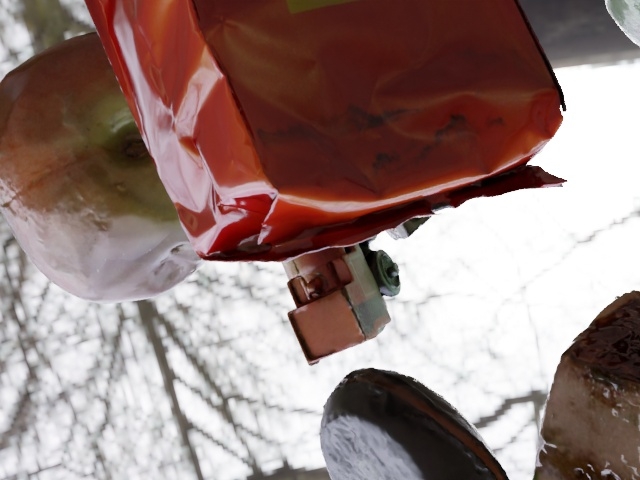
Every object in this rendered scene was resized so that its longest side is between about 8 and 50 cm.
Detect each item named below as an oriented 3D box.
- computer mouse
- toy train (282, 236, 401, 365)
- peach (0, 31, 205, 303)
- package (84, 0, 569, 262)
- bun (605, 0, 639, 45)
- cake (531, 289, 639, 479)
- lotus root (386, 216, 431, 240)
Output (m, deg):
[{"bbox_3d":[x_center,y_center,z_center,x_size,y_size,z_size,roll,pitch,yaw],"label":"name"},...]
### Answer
[{"bbox_3d":[0.117,0.257,1.420,0.116,0.323,0.183,-30,-172,-30],"label":"computer mouse"},{"bbox_3d":[0.000,0.000,1.167,0.074,0.176,0.118,-23,-179,22],"label":"toy train"},{"bbox_3d":[-0.162,-0.052,1.216,0.214,0.214,0.235,-20,171,-16],"label":"peach"},{"bbox_3d":[-0.036,-0.185,0.816,0.196,0.423,0.123,-20,168,-28],"label":"package"},{"bbox_3d":[0.379,-0.268,1.272,0.293,0.293,0.187,-31,-128,-32],"label":"bun"},{"bbox_3d":[0.323,0.168,1.458,0.198,0.293,0.196,24,-145,33],"label":"cake"},{"bbox_3d":[0.110,-0.101,1.511,0.235,0.119,0.138,-41,-174,-32],"label":"lotus root"}]
